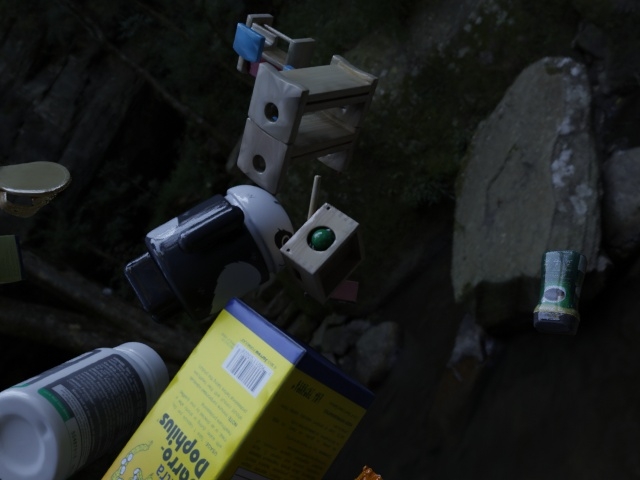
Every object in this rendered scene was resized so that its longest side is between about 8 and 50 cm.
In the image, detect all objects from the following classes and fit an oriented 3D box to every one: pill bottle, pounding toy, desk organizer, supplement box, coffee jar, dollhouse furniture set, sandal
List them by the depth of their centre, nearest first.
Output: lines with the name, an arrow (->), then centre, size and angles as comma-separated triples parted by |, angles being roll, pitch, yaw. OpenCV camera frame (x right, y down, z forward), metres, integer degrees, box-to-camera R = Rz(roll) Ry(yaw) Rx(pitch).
dollhouse furniture set -> -0.057, -0.163, 0.752 | 0.129, 0.184, 0.129 | -22, -39, -45
supplement box -> -0.125, 0.301, 0.958 | 0.195, 0.194, 0.356 | 28, 80, 46
pounding toy -> 0.000, 0.000, 1.026 | 0.130, 0.100, 0.141 | -47, -27, -18
sandal -> -0.485, -0.077, 1.043 | 0.088, 0.240, 0.079 | -58, -31, -46
supplement box -> -0.575, 0.037, 1.132 | 0.056, 0.083, 0.083 | -11, -1, 30
pill bottle -> -0.483, 0.343, 1.337 | 0.204, 0.204, 0.361 | -56, -12, 20
coffee jar -> 0.533, 0.118, 1.441 | 0.096, 0.079, 0.184 | 1, 67, 38
desk organizer -> 0.028, 0.122, 1.606 | 0.047, 0.130, 0.050 | 96, -177, -76

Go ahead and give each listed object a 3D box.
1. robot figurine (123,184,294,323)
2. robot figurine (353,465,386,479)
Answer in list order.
robot figurine -> -0.175, 0.026, 1.075 | 0.278, 0.173, 0.209 | -31, 22, -13
robot figurine -> 0.053, 0.457, 0.895 | 0.211, 0.085, 0.291 | -34, -51, -26
